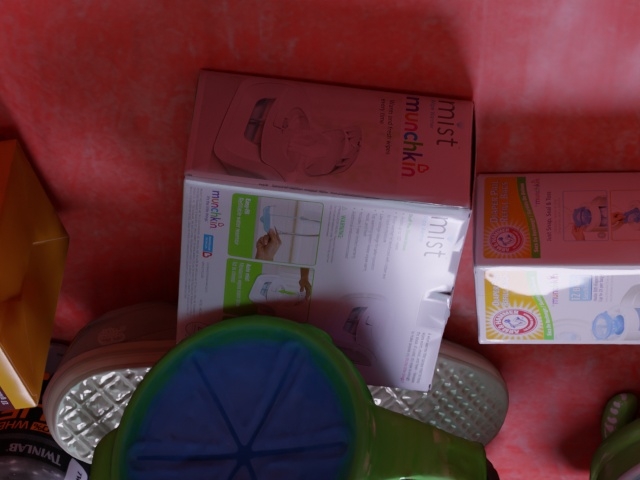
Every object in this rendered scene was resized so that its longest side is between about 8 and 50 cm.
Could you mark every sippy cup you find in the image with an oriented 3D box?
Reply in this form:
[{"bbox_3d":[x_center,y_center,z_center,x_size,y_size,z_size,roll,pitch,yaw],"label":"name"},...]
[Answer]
[{"bbox_3d":[-0.024,0.208,1.656,0.305,0.240,0.224,32,175,33],"label":"sippy cup"}]

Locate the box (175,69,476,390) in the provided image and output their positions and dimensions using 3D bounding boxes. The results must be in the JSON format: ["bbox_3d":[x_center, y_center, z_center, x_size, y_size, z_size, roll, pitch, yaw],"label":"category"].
[{"bbox_3d":[0.000,0.000,1.639,0.231,0.126,0.262,5,142,-1],"label":"box"}]

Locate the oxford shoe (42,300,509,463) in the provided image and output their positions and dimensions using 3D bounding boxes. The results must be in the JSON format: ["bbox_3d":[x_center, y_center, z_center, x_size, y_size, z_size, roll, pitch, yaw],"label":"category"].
[{"bbox_3d":[-0.039,0.131,1.820,0.449,0.130,0.169,3,116,-17],"label":"oxford shoe"}]

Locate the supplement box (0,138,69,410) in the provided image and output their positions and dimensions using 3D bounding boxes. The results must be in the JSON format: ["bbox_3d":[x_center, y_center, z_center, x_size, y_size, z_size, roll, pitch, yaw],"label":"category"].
[{"bbox_3d":[-0.334,0.039,1.634,0.194,0.191,0.129,-8,137,14],"label":"supplement box"}]

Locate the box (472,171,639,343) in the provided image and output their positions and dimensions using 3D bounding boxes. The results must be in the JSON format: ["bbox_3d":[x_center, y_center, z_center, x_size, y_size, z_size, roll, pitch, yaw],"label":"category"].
[{"bbox_3d":[0.231,0.016,1.653,0.203,0.103,0.114,0,141,6],"label":"box"}]

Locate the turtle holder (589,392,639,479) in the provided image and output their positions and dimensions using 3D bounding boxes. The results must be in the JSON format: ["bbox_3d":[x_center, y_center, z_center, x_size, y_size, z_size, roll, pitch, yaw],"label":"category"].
[{"bbox_3d":[0.354,0.278,1.870,0.320,0.227,0.243,-4,141,11],"label":"turtle holder"}]

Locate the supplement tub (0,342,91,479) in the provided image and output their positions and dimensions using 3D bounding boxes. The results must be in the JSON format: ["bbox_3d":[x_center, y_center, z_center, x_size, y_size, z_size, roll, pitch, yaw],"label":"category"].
[{"bbox_3d":[-0.270,0.201,1.863,0.117,0.190,0.117,5,137,5],"label":"supplement tub"}]

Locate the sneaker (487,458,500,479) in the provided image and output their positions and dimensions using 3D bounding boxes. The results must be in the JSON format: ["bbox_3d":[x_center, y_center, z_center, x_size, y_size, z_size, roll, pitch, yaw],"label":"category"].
[{"bbox_3d":[0.080,0.288,1.999,0.130,0.087,0.227,-1,157,-44],"label":"sneaker"}]
